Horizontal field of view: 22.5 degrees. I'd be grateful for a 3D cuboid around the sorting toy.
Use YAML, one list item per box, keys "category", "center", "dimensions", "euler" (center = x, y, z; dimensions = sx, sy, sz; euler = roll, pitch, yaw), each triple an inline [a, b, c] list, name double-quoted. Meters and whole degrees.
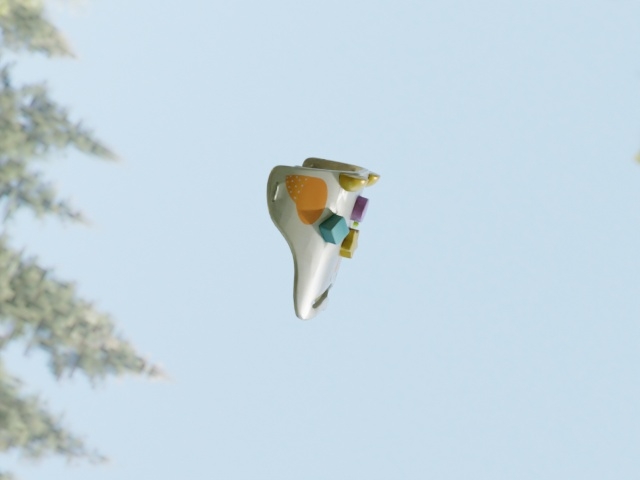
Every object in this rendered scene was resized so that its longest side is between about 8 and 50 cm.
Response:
- category: "sorting toy"
  center: [0.000, 0.000, 0.790]
  dimensions: [0.045, 0.083, 0.075]
  euler: [9, -82, 10]
